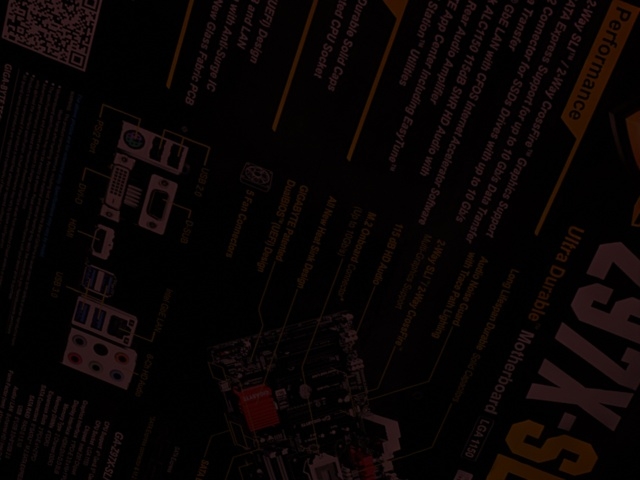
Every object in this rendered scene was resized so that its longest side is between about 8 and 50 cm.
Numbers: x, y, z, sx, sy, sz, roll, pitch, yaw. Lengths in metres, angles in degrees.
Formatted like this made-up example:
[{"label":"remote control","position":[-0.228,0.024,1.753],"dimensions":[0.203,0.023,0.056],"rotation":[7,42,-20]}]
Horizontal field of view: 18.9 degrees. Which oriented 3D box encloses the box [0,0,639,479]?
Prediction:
[{"label":"box","position":[0.000,0.000,0.610],"dimensions":[0.079,0.257,0.322],"rotation":[-68,-2,-51]}]
